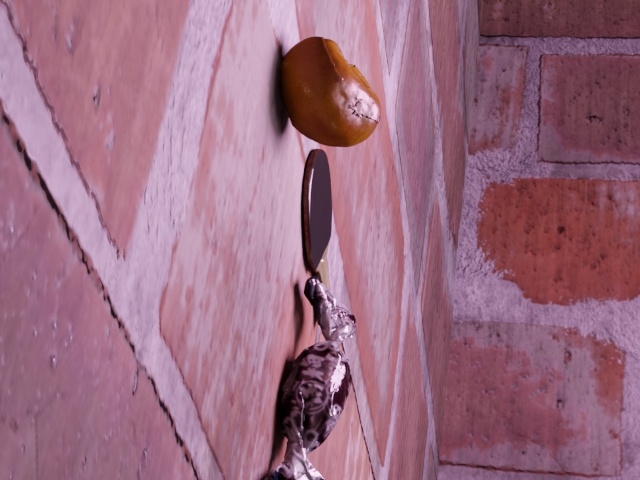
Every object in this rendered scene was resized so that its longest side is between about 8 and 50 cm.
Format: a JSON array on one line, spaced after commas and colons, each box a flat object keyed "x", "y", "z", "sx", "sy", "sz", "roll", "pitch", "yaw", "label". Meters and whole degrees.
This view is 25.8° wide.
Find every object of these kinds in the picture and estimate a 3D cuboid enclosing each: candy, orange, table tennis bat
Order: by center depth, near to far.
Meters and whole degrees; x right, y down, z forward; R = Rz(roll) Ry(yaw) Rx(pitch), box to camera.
[{"x": 0.005, "y": -0.103, "z": 1.018, "sx": 0.086, "sy": 0.062, "sz": 0.086, "roll": 48, "pitch": 11, "yaw": -12, "label": "orange"}, {"x": -0.004, "y": 0.123, "z": 1.061, "sx": 0.094, "sy": 0.051, "sz": 0.226, "roll": 78, "pitch": 18, "yaw": -45, "label": "candy"}, {"x": 0.000, "y": 0.000, "z": 1.160, "sx": 0.087, "sy": 0.013, "sz": 0.156, "roll": -68, "pitch": 157, "yaw": -64, "label": "table tennis bat"}]
